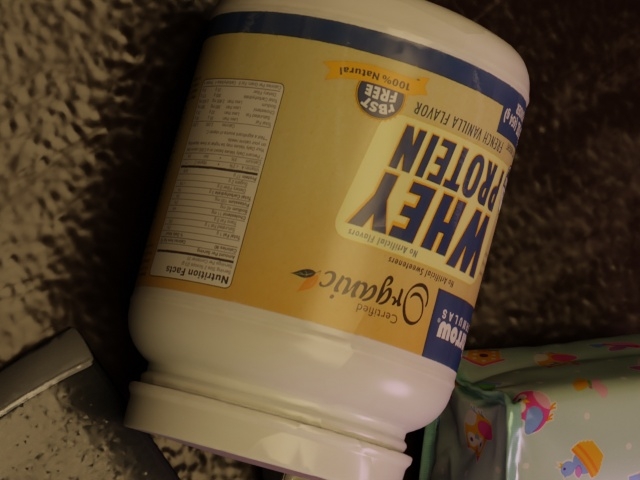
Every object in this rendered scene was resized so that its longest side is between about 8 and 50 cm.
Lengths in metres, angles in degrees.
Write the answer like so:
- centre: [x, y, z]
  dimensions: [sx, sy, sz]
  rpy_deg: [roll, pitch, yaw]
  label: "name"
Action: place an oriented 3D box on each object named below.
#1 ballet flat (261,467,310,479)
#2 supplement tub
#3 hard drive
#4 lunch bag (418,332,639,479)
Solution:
- centre: [0.002, 0.214, 1.442]
  dimensions: [0.074, 0.074, 0.203]
  rpy_deg: [-8, 94, -23]
  label: "ballet flat"
- centre: [0.000, 0.000, 1.346]
  dimensions: [0.228, 0.228, 0.316]
  rpy_deg: [18, 83, -22]
  label: "supplement tub"
- centre: [-0.221, 0.196, 1.355]
  dimensions: [0.254, 0.054, 0.172]
  rpy_deg: [-37, 105, -18]
  label: "hard drive"
- centre: [0.191, 0.214, 1.478]
  dimensions: [0.223, 0.160, 0.262]
  rpy_deg: [-3, 104, -26]
  label: "lunch bag"
